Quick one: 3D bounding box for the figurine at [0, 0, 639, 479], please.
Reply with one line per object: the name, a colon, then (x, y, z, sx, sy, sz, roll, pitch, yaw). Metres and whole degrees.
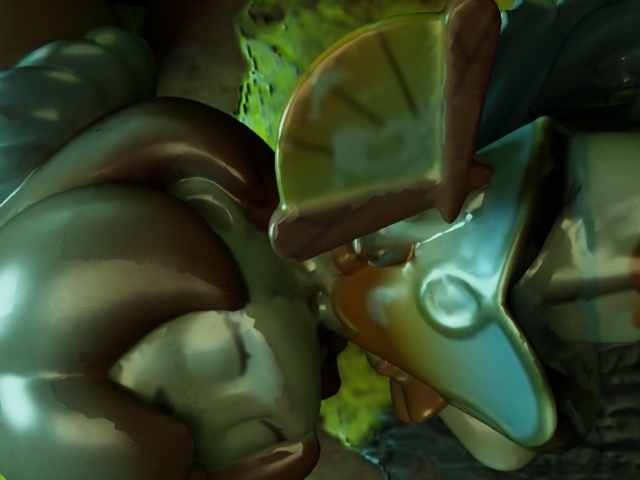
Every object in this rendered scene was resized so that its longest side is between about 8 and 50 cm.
figurine: (0.000, 0.000, 0.855, 0.388, 0.248, 0.276, -11, 129, 11)

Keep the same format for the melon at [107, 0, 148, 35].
melon: (-0.175, -0.091, 0.984, 0.160, 0.079, 0.128, 13, 109, 16)
